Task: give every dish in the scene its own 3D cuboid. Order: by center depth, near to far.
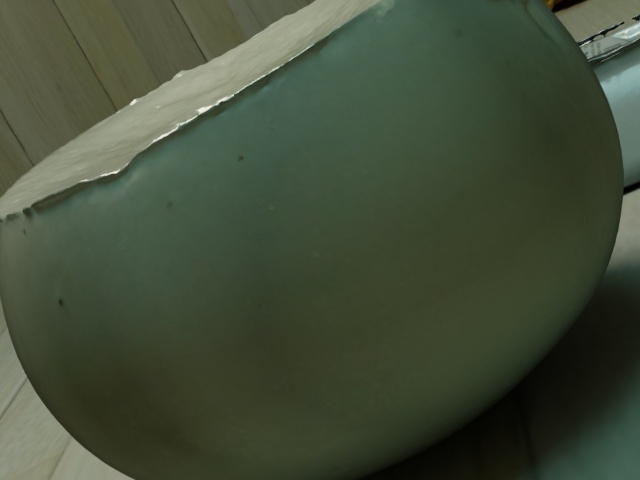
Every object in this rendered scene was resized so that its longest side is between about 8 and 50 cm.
[{"bbox_3d":[0.200,-0.096,1.028,0.243,0.080,0.182,-25,12,23],"label":"dish"}]

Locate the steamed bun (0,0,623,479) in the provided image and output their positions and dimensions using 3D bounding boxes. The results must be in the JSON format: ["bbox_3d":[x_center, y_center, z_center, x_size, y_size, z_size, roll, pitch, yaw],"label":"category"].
[{"bbox_3d":[0.000,0.000,0.773,0.324,0.206,0.324,-31,12,7],"label":"steamed bun"}]

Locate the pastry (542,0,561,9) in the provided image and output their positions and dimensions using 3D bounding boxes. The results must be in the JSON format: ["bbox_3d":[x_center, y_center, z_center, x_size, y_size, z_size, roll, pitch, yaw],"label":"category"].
[{"bbox_3d":[0.233,-0.315,1.819,0.154,0.102,0.250,-38,16,-30],"label":"pastry"}]
